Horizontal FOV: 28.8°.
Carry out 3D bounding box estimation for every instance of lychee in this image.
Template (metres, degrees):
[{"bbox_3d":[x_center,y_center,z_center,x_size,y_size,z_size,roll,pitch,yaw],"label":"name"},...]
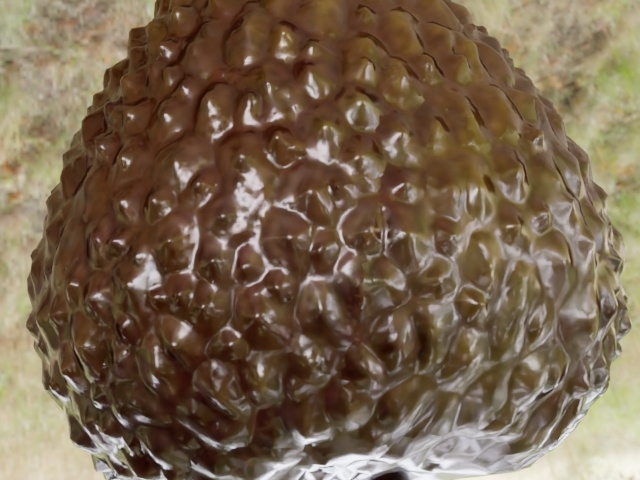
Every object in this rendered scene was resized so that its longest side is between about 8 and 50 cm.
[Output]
[{"bbox_3d":[-0.003,0.006,0.402,0.194,0.194,0.194,-9,144,-7],"label":"lychee"}]
